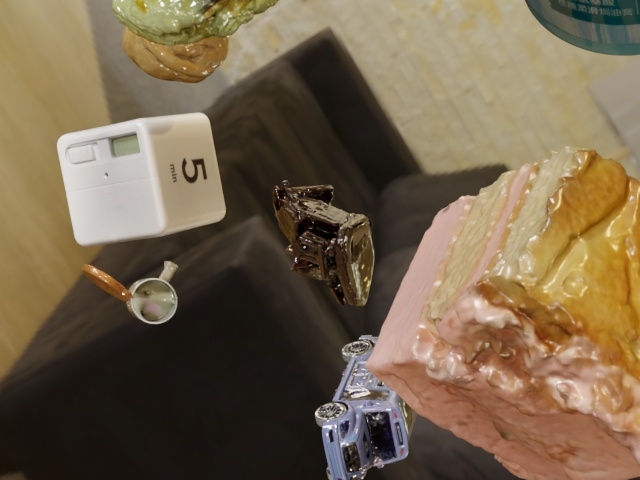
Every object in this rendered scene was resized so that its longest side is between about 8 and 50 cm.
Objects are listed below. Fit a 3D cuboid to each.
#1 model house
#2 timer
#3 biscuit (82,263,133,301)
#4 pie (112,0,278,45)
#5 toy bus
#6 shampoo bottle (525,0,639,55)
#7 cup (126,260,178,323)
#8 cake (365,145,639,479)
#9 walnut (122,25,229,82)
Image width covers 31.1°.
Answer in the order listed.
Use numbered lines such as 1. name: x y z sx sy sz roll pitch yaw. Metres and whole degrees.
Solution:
1. model house: -0.003 0.010 1.800 0.203 0.164 0.141 82 27 -45
2. timer: -0.300 -0.104 1.949 0.195 0.192 0.194 -17 98 -61
3. biscuit: -0.295 0.060 1.611 0.078 0.015 0.091 28 -15 14
4. pie: -0.135 -0.338 1.378 0.201 0.248 0.090 35 -10 24
5. toy bus: 0.087 0.270 1.851 0.292 0.133 0.125 -60 141 -61
6. shampoo bottle: 0.373 -0.446 1.383 0.331 0.331 0.342 68 7 32
7. cup: -0.273 0.082 1.848 0.099 0.074 0.102 174 -81 -73
8. cake: 0.261 0.095 1.308 0.314 0.307 0.293 41 59 -16
9. walnut: -0.221 -0.319 1.782 0.166 0.166 0.149 44 28 -53
